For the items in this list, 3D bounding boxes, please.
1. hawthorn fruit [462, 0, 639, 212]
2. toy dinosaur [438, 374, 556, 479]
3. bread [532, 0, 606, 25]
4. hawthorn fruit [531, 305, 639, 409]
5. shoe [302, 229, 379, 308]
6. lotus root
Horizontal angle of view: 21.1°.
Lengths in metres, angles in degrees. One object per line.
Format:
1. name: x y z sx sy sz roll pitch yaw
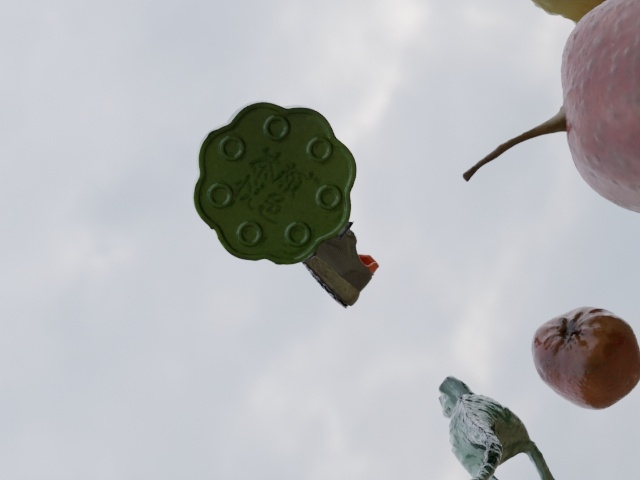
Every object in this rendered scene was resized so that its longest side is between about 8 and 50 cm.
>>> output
1. hawthorn fruit: 0.189 -0.080 0.958 0.163 0.203 0.162 8 -100 -57
2. toy dinosaur: 0.161 0.195 1.470 0.076 0.129 0.383 -43 5 -2
3. bread: 0.330 -0.311 1.667 0.224 0.211 0.183 18 -117 -33
4. hawthorn fruit: 0.302 0.132 1.938 0.128 0.128 0.128 -33 -48 -47
5. shoe: -0.001 -0.001 2.147 0.077 0.074 0.194 -42 -63 -2
6. lotus root: -0.058 -0.070 1.902 0.186 0.186 0.186 -33 -48 -47
